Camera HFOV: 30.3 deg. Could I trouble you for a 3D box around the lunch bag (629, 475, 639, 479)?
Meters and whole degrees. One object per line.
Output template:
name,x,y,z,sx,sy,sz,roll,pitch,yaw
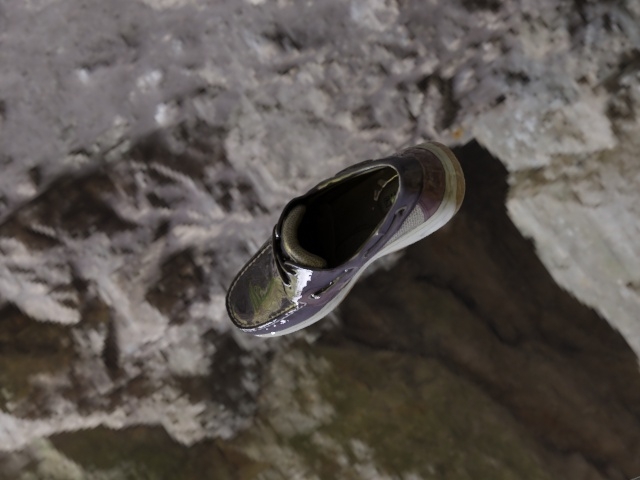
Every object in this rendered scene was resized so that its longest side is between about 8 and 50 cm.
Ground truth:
lunch bag,0.179,0.257,0.399,0.256,0.305,0.212,12,175,38

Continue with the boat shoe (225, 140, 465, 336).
boat shoe,0.000,0.000,1.064,0.285,0.103,0.092,-33,156,35
